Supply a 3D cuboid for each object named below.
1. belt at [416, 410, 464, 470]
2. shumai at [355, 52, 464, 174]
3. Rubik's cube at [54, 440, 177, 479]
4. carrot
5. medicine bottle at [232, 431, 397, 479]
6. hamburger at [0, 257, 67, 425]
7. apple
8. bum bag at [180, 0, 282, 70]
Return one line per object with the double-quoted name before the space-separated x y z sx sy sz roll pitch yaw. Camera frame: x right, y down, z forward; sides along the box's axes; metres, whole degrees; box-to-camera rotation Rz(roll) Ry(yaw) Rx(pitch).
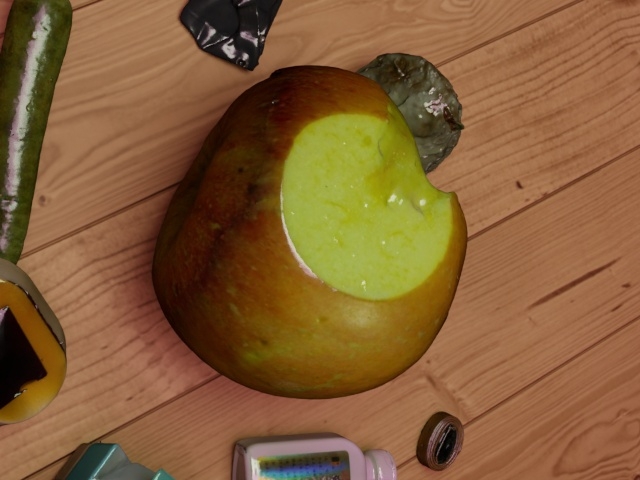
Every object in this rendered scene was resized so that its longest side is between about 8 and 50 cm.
"belt" 0.175 0.291 1.400 0.059 0.036 0.083 28 82 -23
"shumai" 0.086 -0.148 1.266 0.142 0.184 0.184 -45 108 -32
"Rubik's cube" -0.242 0.379 1.133 0.265 0.224 0.213 43 61 -16
"carrot" -0.356 -0.121 1.144 0.074 0.074 0.358 11 91 -23
"medicine bottle" -0.007 0.318 1.300 0.219 0.078 0.115 1 90 -23
"hamburger" -0.384 0.118 1.103 0.173 0.116 0.210 -42 122 -25
"apple" 0.000 0.000 1.140 0.374 0.374 0.384 27 99 -22
"bum bag" -0.081 -0.350 1.253 0.123 0.060 0.248 27 83 -22
